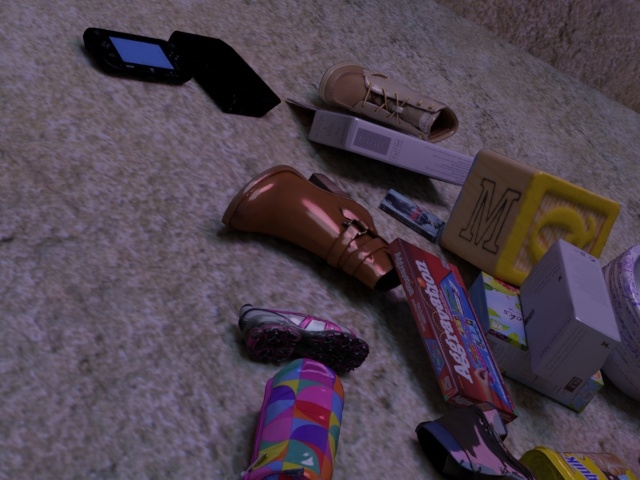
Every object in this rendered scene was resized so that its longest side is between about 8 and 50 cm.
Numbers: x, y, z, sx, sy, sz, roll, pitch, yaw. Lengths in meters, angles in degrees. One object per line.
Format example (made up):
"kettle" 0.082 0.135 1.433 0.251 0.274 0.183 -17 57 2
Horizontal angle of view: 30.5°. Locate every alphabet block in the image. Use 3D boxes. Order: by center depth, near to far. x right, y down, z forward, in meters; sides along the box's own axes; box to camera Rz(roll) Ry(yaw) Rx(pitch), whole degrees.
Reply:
"alphabet block" 0.354 -0.027 2.003 0.192 0.193 0.197 18 8 -25

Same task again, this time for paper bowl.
"paper bowl" 0.559 0.159 1.966 0.284 0.148 0.284 27 40 -25

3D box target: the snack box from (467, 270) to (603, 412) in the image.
"snack box" 0.331 0.158 1.847 0.207 0.070 0.174 26 27 -10

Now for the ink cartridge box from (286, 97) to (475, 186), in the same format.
"ink cartridge box" 0.107 -0.183 2.219 0.296 0.066 0.261 15 5 -33

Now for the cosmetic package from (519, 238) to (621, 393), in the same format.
"cosmetic package" 0.371 0.110 1.765 0.085 0.117 0.231 27 27 -10

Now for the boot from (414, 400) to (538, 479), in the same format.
"boot" 0.201 0.302 1.465 0.106 0.082 0.219 -6 45 -21

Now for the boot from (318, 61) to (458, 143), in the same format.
"boot" 0.138 -0.270 2.336 0.203 0.095 0.262 33 15 36

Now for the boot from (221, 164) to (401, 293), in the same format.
"boot" 0.000 0.000 1.745 0.220 0.109 0.283 47 22 21

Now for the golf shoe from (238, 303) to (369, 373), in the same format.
"golf shoe" -0.020 0.119 1.522 0.186 0.067 0.086 16 28 -30

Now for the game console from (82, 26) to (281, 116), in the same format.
"game console" -0.248 -0.305 2.061 0.361 0.044 0.213 0 39 -47

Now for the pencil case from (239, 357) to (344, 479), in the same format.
"pencil case" -0.030 0.225 1.287 0.104 0.104 0.236 29 24 -6

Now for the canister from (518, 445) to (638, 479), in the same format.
"canister" 0.349 0.334 1.547 0.170 0.073 0.126 10 33 -42

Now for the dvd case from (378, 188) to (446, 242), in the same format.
"dvd case" 0.165 -0.045 2.092 0.119 0.013 0.087 34 25 2

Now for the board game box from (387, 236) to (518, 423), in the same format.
"board game box" 0.189 0.128 1.699 0.145 0.027 0.281 24 35 -40
